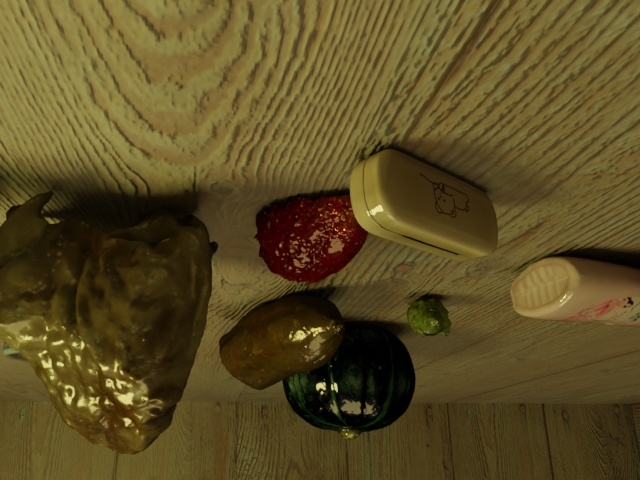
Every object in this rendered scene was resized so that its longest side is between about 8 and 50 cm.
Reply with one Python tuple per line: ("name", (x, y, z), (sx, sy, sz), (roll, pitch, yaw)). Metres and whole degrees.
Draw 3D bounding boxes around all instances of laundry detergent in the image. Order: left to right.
("laundry detergent", (0.471, 0.091, 0.969), (0.334, 0.088, 0.159), (9, 156, -26))

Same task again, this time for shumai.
("shumai", (-0.283, 0.096, 0.671), (0.262, 0.267, 0.314), (11, 115, -24))

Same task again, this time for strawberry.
("strawberry", (0.000, 0.000, 0.741), (0.146, 0.082, 0.187), (5, 155, -33))

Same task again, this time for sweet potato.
("sweet potato", (-0.061, 0.176, 1.104), (0.157, 0.158, 0.369), (15, 147, -35))

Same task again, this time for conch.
("conch", (0.196, 0.142, 1.105), (0.089, 0.074, 0.121), (39, 173, -8))

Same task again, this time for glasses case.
("glasses case", (0.113, -0.032, 0.635), (0.196, 0.083, 0.050), (15, 153, -39))

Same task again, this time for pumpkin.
("pumpkin", (0.065, 0.315, 1.337), (0.314, 0.239, 0.315), (3, 157, 1))

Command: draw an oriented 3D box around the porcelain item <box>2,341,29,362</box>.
("porcelain item", (-0.449, 0.146, 1.030), (0.147, 0.114, 0.147), (1, 158, 0))
